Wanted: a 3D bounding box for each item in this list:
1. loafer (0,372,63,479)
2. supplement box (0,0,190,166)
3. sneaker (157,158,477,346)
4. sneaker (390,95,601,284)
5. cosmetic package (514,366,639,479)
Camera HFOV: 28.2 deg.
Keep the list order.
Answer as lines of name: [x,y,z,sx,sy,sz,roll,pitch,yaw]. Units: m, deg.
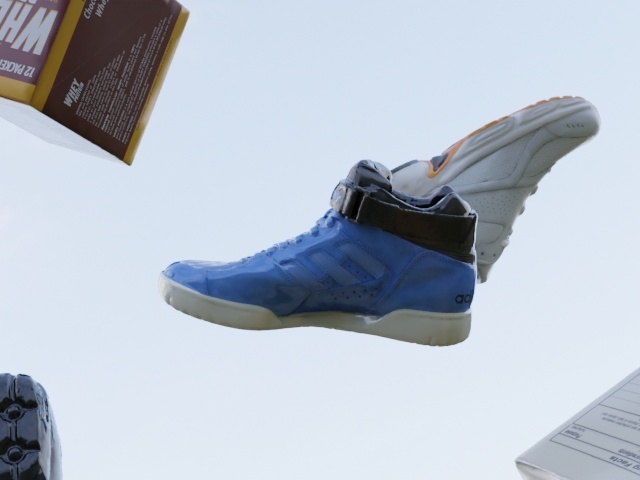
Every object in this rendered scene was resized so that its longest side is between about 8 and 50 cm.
loafer: [-0.168,0.180,0.683,0.076,0.223,0.078,-6,-34,-1]
supplement box: [-0.268,-0.210,1.360,0.194,0.129,0.191,33,-104,-62]
sneaker: [0.000,0.000,0.609,0.152,0.084,0.058,6,11,5]
sneaker: [0.141,-0.031,1.105,0.262,0.121,0.099,-27,-2,-13]
cosmetic package: [0.314,0.146,0.941,0.296,0.129,0.153,-31,17,-17]
